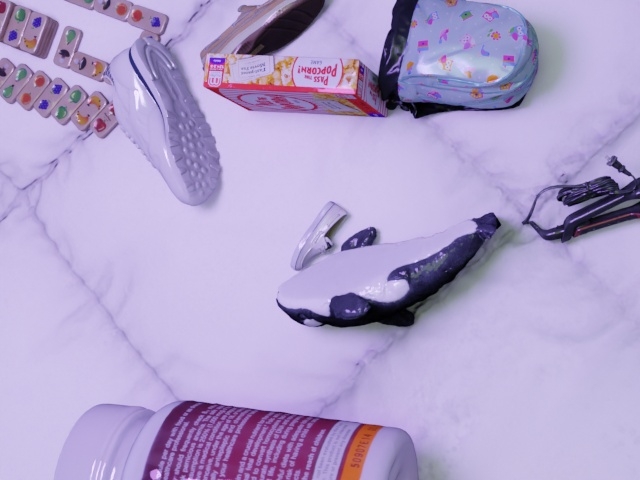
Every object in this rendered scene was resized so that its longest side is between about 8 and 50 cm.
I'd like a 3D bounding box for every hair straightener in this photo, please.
[{"bbox_3d":[0.338,-0.061,1.213,0.230,0.047,0.089,-17,112,23],"label":"hair straightener"}]

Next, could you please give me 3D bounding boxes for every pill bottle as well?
[{"bbox_3d":[-0.097,0.308,1.241,0.392,0.224,0.224,5,87,18],"label":"pill bottle"}]

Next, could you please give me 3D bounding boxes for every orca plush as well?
[{"bbox_3d":[0.095,0.052,1.290,0.287,0.102,0.151,-29,33,4],"label":"orca plush"}]

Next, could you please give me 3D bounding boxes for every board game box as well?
[{"bbox_3d":[-0.026,-0.190,1.297,0.193,0.147,0.045,6,87,19],"label":"board game box"}]

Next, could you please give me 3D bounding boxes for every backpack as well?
[{"bbox_3d":[0.167,-0.219,1.253,0.182,0.115,0.152,12,87,16],"label":"backpack"}]

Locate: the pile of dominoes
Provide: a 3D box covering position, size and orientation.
[{"bbox_3d":[-0.356,-0.262,1.466,0.251,0.040,0.196,22,93,19],"label":"pile of dominoes"}]

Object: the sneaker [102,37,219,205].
[{"bbox_3d":[-0.212,-0.147,1.395,0.094,0.090,0.235,-28,78,30],"label":"sneaker"}]

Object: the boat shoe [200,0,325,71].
[{"bbox_3d":[-0.083,-0.281,1.368,0.190,0.068,0.072,-35,65,13],"label":"boat shoe"}]

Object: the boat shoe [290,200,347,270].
[{"bbox_3d":[0.000,0.000,1.333,0.035,0.035,0.100,34,90,20],"label":"boat shoe"}]
